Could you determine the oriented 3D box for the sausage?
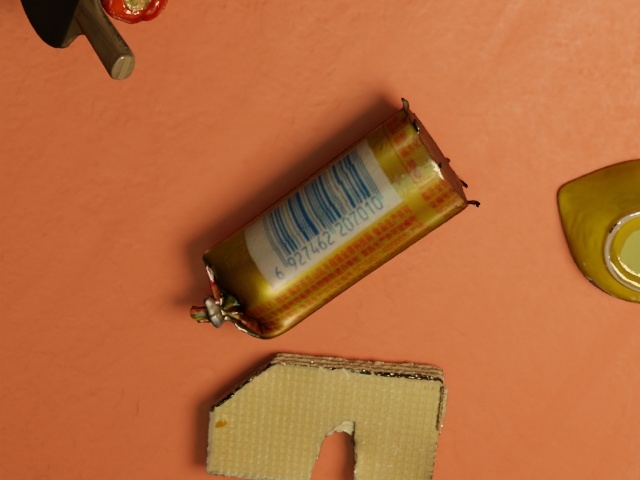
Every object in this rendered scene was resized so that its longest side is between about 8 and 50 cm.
[{"bbox_3d":[0.001,0.001,1.581,0.317,0.117,0.125,-35,125,17],"label":"sausage"}]

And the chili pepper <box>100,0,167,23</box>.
[{"bbox_3d":[-0.168,-0.245,1.506,0.073,0.123,0.070,-12,106,10],"label":"chili pepper"}]

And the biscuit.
[{"bbox_3d":[0.005,0.194,1.675,0.250,0.046,0.147,4,109,2],"label":"biscuit"}]

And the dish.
[{"bbox_3d":[0.331,0.004,1.572,0.207,0.080,0.149,23,109,-2],"label":"dish"}]

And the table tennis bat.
[{"bbox_3d":[-0.231,-0.233,1.478,0.022,0.246,0.138,-1,131,-38],"label":"table tennis bat"}]
